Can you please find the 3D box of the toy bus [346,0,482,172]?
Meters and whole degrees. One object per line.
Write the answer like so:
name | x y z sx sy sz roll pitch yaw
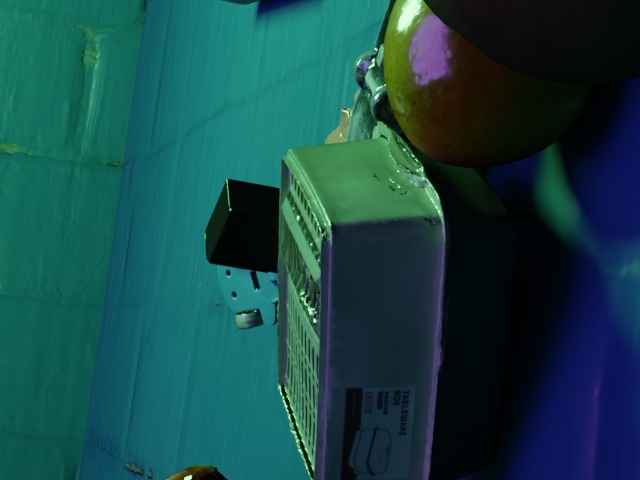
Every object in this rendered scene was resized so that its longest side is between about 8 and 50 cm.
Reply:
toy bus | 0.116 -0.183 1.164 0.106 0.131 0.297 -110 34 -57

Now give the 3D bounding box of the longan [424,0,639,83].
longan | 0.172 -0.251 0.812 0.297 0.297 0.297 -171 90 -72

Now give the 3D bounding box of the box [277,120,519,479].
box | 0.057 0.059 1.095 0.220 0.166 0.291 -118 27 -61

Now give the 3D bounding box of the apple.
apple | 0.139 -0.151 1.017 0.155 0.182 0.183 -13 67 45

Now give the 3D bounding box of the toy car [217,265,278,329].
toy car | -0.053 0.039 1.668 0.161 0.098 0.126 -12 97 42

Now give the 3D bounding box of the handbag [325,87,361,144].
handbag | 0.066 -0.104 1.388 0.212 0.059 0.157 128 146 -54

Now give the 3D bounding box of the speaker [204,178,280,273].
speaker | 0.000 0.000 1.283 0.044 0.218 0.082 -97 26 -44

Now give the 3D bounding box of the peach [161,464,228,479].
peach | -0.185 0.420 1.567 0.201 0.257 0.362 -149 65 -64

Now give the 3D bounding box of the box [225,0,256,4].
box | -0.083 -0.464 1.928 0.369 0.112 0.190 -167 85 -72
